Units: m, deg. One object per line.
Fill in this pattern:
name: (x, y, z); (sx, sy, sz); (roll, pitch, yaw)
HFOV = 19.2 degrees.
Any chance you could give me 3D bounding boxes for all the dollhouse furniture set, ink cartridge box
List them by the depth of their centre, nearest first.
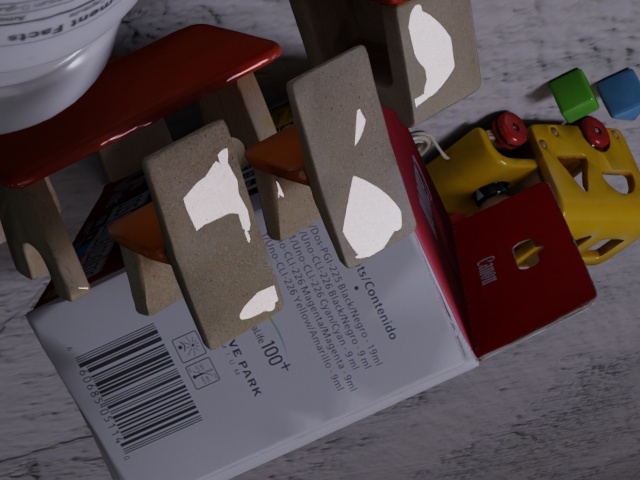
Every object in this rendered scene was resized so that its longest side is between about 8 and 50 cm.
dollhouse furniture set: (-0.055, -0.088, 0.908); (0.259, 0.135, 0.262); (-30, -151, -27)
ink cartridge box: (0.000, 0.000, 1.098); (0.272, 0.130, 0.309); (-24, -168, 6)

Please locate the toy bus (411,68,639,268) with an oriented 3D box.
toy bus: (0.159, -0.028, 1.424); (0.202, 0.104, 0.191); (-21, 160, -2)

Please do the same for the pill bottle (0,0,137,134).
pill bottle: (-0.128, -0.162, 0.704); (0.160, 0.160, 0.283); (-15, 159, -19)
